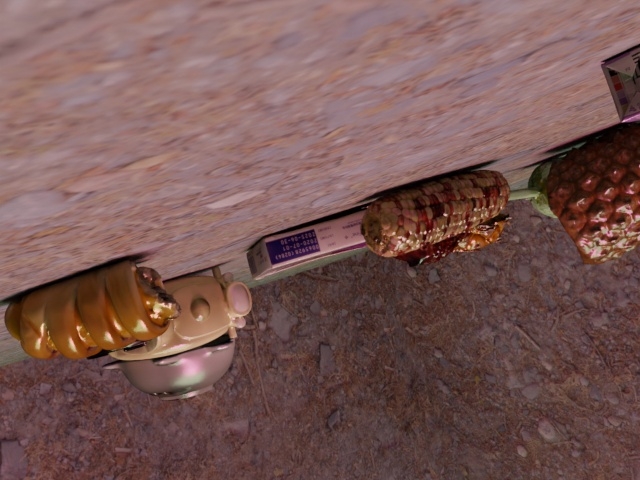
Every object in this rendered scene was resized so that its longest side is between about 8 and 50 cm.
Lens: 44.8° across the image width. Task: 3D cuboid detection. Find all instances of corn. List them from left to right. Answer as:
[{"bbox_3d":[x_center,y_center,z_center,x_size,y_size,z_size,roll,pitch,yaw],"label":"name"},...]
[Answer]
[{"bbox_3d":[0.167,-0.044,1.055,0.253,0.086,0.086,-17,176,-32],"label":"corn"}]

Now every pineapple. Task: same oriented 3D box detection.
[{"bbox_3d":[0.254,-0.019,1.480,0.224,0.076,0.225,0,-167,0],"label":"pineapple"},{"bbox_3d":[0.538,-0.111,1.223,0.362,0.202,0.202,-29,172,26],"label":"pineapple"}]

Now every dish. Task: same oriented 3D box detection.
[{"bbox_3d":[-0.250,0.228,1.334,0.228,0.086,0.236,-11,179,-30],"label":"dish"}]

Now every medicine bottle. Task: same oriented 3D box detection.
[{"bbox_3d":[0.000,0.000,1.136,0.201,0.052,0.171,-16,176,-17],"label":"medicine bottle"}]

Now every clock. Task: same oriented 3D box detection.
[{"bbox_3d":[-0.270,0.131,1.303,0.276,0.120,0.379,-15,180,-21],"label":"clock"}]

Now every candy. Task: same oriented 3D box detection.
[{"bbox_3d":[0.316,-0.076,1.395,0.440,0.119,0.119,-10,173,-26],"label":"candy"}]

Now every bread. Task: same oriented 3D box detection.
[{"bbox_3d":[-0.230,0.074,0.799,0.177,0.084,0.119,-15,176,3],"label":"bread"}]

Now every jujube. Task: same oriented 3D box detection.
[{"bbox_3d":[0.170,-0.019,1.149,0.104,0.104,0.166,-21,-158,31],"label":"jujube"}]

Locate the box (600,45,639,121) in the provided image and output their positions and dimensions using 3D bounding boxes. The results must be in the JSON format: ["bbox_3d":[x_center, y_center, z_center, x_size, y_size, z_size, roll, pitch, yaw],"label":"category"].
[{"bbox_3d":[0.260,-0.121,0.605,0.036,0.051,0.117,-20,175,38],"label":"box"}]
